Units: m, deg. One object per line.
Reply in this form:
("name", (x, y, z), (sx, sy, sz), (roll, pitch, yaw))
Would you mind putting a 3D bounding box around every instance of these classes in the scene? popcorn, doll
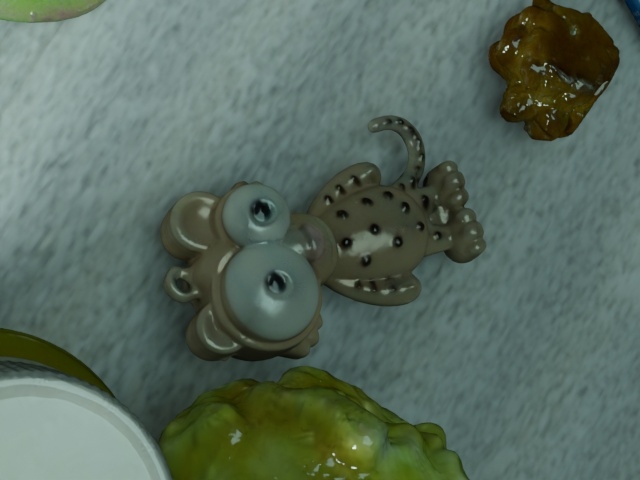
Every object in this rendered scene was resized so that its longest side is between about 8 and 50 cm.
("popcorn", (-0.011, 0.226, 1.272), (0.335, 0.279, 0.274), (34, 116, -27))
("doll", (0.001, 0.002, 1.373), (0.278, 0.119, 0.154), (-24, 84, -26))

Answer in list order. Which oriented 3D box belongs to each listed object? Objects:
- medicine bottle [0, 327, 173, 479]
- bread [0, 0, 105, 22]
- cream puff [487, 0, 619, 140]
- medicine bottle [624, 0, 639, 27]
("medicine bottle", (-0.234, 0.168, 1.130), (0.224, 0.384, 0.224), (0, 89, -20))
("bread", (-0.231, -0.323, 1.325), (0.301, 0.045, 0.301), (1, 87, -21))
("cream puff", (0.199, -0.146, 1.467), (0.116, 0.094, 0.122), (-6, 68, -25))
("medicine bottle", (0.313, -0.200, 1.530), (0.051, 0.051, 0.191), (-36, 103, -18))
